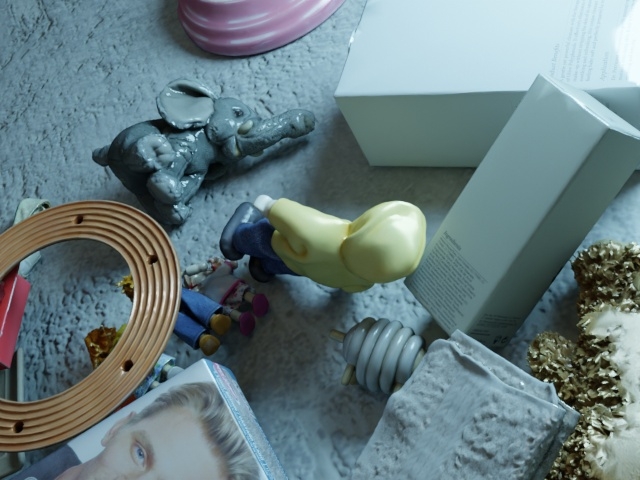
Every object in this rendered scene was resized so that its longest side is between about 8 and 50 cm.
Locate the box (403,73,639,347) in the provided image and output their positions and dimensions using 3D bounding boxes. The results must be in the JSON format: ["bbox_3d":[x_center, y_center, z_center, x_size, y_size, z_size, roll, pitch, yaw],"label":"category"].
[{"bbox_3d":[0.211,-0.025,0.994,0.275,0.094,0.113,-58,47,22],"label":"box"}]

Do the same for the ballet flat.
[{"bbox_3d":[-0.435,0.003,1.401,0.052,0.057,0.168,-5,55,11],"label":"ballet flat"}]

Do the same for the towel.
[{"bbox_3d":[0.111,0.234,0.903,0.187,0.049,0.282,30,91,55],"label":"towel"}]

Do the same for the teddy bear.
[{"bbox_3d":[0.318,0.126,0.926,0.245,0.113,0.338,-10,46,11],"label":"teddy bear"}]

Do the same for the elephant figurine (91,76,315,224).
[{"bbox_3d":[-0.164,-0.142,1.327,0.239,0.186,0.169,-44,6,-21],"label":"elephant figurine"}]

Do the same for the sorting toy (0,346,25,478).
[{"bbox_3d":[-0.454,0.256,1.237,0.196,0.047,0.348,-27,48,13],"label":"sorting toy"}]

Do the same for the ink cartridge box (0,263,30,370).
[{"bbox_3d":[-0.477,0.110,1.268,0.231,0.078,0.134,-14,53,23],"label":"ink cartridge box"}]

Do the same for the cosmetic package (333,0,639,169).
[{"bbox_3d":[0.223,-0.205,1.158,0.365,0.155,0.197,4,59,29],"label":"cosmetic package"}]

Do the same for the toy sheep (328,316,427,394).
[{"bbox_3d":[0.068,0.128,1.046,0.132,0.091,0.091,20,67,15],"label":"toy sheep"}]

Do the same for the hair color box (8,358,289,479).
[{"bbox_3d":[-0.218,0.293,1.024,0.347,0.105,0.174,-32,71,2],"label":"hair color box"}]

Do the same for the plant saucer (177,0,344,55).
[{"bbox_3d":[-0.093,-0.447,1.530,0.332,0.084,0.332,-13,52,17],"label":"plant saucer"}]

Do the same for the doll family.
[{"bbox_3d":[-0.199,0.106,1.168,0.163,0.118,0.263,24,71,37],"label":"doll family"}]

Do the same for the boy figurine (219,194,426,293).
[{"bbox_3d":[0.000,0.000,1.092,0.285,0.177,0.092,-3,56,49],"label":"boy figurine"}]

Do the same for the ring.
[{"bbox_3d":[-0.316,0.095,1.129,0.336,0.032,0.337,-10,55,15],"label":"ring"}]
